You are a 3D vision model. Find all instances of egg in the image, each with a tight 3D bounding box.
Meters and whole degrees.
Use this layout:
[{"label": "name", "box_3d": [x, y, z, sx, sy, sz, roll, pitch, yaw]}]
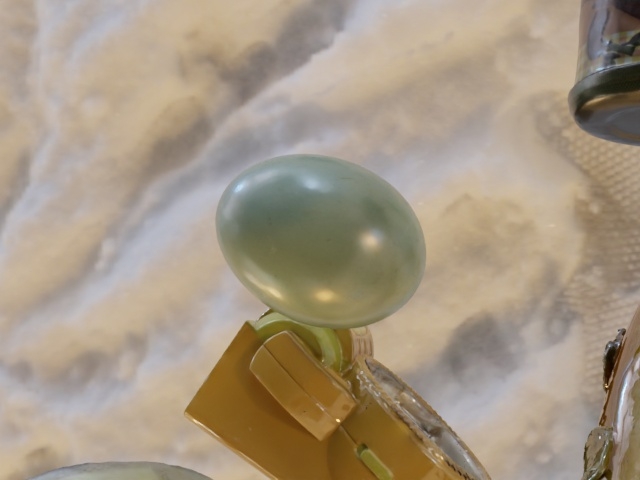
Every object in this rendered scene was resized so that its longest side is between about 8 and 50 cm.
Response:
[{"label": "egg", "box_3d": [0.000, 0.000, 1.096, 0.192, 0.149, 0.149, 19, 106, -3]}]

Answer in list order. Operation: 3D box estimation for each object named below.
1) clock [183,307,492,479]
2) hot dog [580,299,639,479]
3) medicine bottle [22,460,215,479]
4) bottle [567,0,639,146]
[{"label": "clock", "box_3d": [0.039, 0.217, 1.374, 0.317, 0.244, 0.200, 42, 98, 12]}, {"label": "hot dog", "box_3d": [0.178, 0.094, 0.584, 0.109, 0.269, 0.072, 40, 144, -10]}, {"label": "medicine bottle", "box_3d": [-0.084, 0.339, 0.629, 0.236, 0.235, 0.406, -55, 41, 24]}, {"label": "bottle", "box_3d": [0.260, -0.218, 0.977, 0.143, 0.156, 0.271, 152, 125, -65]}]
